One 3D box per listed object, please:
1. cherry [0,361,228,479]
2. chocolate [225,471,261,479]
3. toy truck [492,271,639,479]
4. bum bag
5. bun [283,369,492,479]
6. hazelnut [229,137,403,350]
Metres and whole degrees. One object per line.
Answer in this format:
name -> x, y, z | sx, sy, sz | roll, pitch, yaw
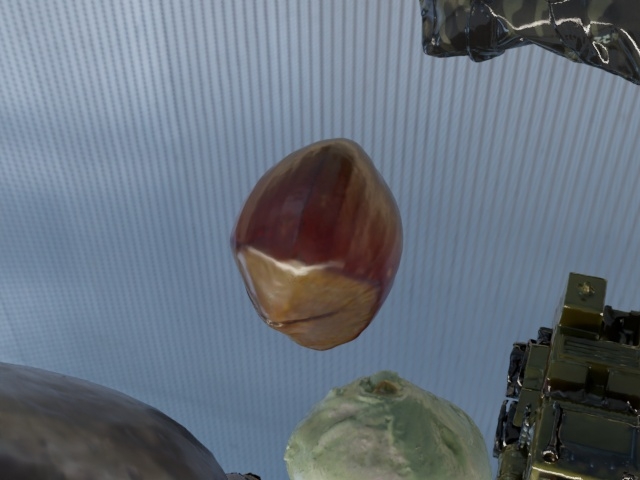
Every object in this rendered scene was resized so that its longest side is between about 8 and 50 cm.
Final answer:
cherry -> -0.155, 0.149, 0.410 | 0.255, 0.218, 0.296 | -7, 158, 28
chocolate -> -0.092, 0.241, 0.972 | 0.086, 0.028, 0.182 | 24, -175, 33
toy truck -> 0.182, 0.148, 0.734 | 0.127, 0.257, 0.127 | 12, 136, 12
bum bag -> 0.213, -0.224, 0.973 | 0.341, 0.144, 0.095 | 19, -176, 40
bun -> 0.095, 0.256, 1.375 | 0.283, 0.179, 0.283 | 10, -175, -1
hazelnut -> -0.003, -0.001, 1.095 | 0.181, 0.180, 0.212 | -19, 146, -8
